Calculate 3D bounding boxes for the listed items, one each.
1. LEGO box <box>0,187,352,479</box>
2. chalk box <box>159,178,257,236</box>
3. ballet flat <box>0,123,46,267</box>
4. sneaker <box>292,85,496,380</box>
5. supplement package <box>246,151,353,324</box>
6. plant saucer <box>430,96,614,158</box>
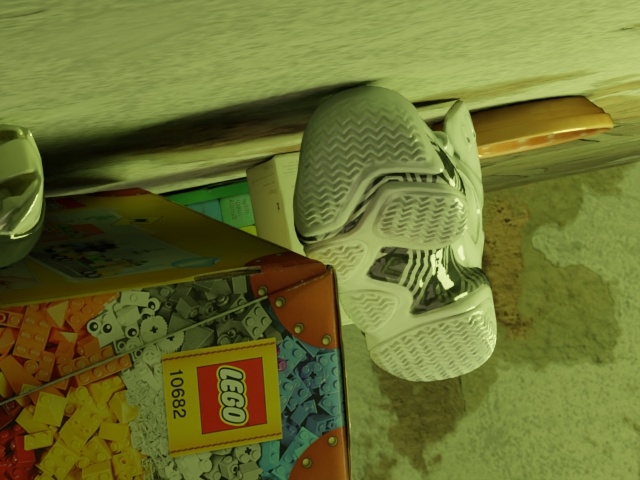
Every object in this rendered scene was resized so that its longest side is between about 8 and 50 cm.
[{"bbox_3d":[-0.242,0.095,1.659,0.372,0.193,0.500,-8,-169,-21],"label":"LEGO box"},{"bbox_3d":[-0.118,0.030,2.252,0.179,0.180,0.289,-11,179,11],"label":"chalk box"},{"bbox_3d":[-0.239,-0.031,1.270,0.096,0.095,0.280,-25,172,25],"label":"ballet flat"},{"bbox_3d":[0.059,-0.052,1.637,0.137,0.210,0.366,-11,144,10],"label":"sneaker"},{"bbox_3d":[0.000,0.000,2.002,0.105,0.179,0.105,-10,177,-20],"label":"supplement package"},{"bbox_3d":[0.190,-0.110,1.946,0.200,0.037,0.200,-10,179,0],"label":"plant saucer"}]
